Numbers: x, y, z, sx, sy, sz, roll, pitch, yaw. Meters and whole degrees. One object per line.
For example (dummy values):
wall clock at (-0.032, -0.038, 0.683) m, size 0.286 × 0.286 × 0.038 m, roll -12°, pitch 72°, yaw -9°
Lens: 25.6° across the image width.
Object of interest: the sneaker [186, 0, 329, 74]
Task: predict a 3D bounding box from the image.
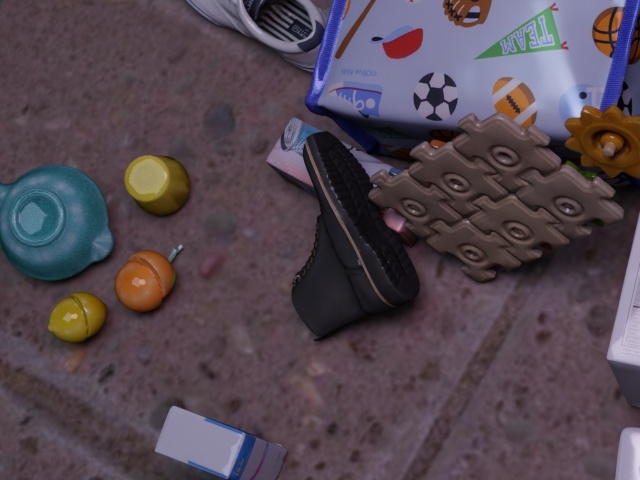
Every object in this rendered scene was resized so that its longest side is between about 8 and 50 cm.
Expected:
sneaker at (-0.077, -0.282, 1.617) m, size 0.258 × 0.091 × 0.094 m, roll 32°, pitch 84°, yaw 25°

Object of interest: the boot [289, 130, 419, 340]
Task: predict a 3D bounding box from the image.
boot at (0.000, 0.000, 1.468) m, size 0.137 × 0.077 × 0.197 m, roll -31°, pitch 79°, yaw 35°

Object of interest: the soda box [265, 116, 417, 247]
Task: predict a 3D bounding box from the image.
soda box at (0.034, -0.064, 1.524) m, size 0.183 × 0.058 × 0.063 m, roll 29°, pitch 83°, yaw 24°

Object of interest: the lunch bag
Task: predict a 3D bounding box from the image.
lunch bag at (0.205, -0.268, 1.440) m, size 0.328 × 0.239 × 0.385 m, roll 8°, pitch 80°, yaw 23°

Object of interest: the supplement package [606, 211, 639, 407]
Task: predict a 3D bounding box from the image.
supplement package at (0.396, 0.027, 1.291) m, size 0.198 × 0.199 × 0.262 m, roll 10°, pitch 76°, yaw 21°

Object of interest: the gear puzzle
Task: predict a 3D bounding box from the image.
gear puzzle at (0.188, -0.063, 1.325) m, size 0.175 × 0.339 × 0.044 m, roll 37°, pitch 60°, yaw -14°

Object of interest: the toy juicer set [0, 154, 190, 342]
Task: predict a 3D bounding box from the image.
toy juicer set at (-0.309, 0.015, 1.605) m, size 0.329 × 0.089 × 0.209 m, roll -4°, pitch 83°, yaw 9°

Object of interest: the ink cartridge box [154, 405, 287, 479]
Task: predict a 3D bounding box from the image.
ink cartridge box at (-0.099, 0.214, 1.440) m, size 0.089 × 0.122 × 0.052 m, roll 17°, pitch 82°, yaw 23°

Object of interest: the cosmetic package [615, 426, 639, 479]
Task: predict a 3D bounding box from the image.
cosmetic package at (0.480, 0.274, 1.165) m, size 0.453 × 0.230 × 0.161 m, roll 3°, pitch 74°, yaw 21°
